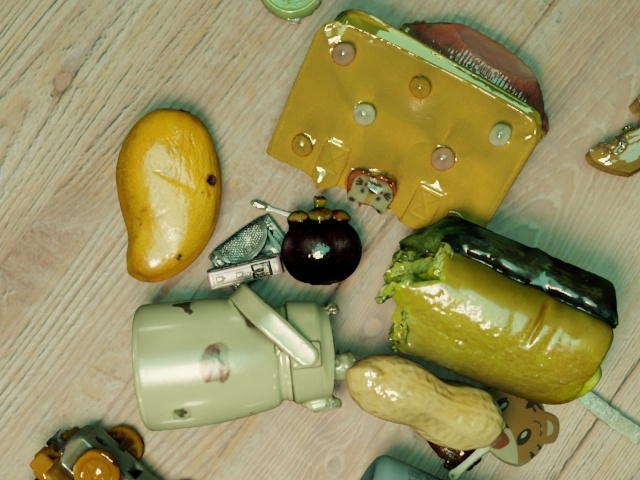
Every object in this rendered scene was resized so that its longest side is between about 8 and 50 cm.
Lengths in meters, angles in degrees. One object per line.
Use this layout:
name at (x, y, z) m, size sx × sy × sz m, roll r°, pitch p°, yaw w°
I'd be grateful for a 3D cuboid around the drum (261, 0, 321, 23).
drum at (0.011, -0.471, 1.612) m, size 0.253 × 0.049 × 0.130 m, roll -25°, pitch 88°, yaw -2°

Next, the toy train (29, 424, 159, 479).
toy train at (-0.326, 0.469, 1.511) m, size 0.369 × 0.163 × 0.231 m, roll 42°, pitch 96°, yaw 2°

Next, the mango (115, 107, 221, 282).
mango at (-0.256, -0.076, 1.557) m, size 0.177 × 0.120 × 0.295 m, roll 3°, pitch 89°, yaw -8°

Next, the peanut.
peanut at (0.162, 0.255, 1.477) m, size 0.274 × 0.125 × 0.111 m, roll 26°, pitch 65°, yaw -15°

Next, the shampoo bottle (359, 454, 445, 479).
shampoo bottle at (0.179, 0.543, 1.419) m, size 0.342 × 0.331 × 0.331 m, roll 26°, pitch 87°, yaw 2°

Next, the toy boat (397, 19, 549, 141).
toy boat at (0.274, -0.292, 1.586) m, size 0.318 × 0.099 × 0.141 m, roll 37°, pitch 46°, yaw 2°

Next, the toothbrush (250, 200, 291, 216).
toothbrush at (-0.030, -0.036, 1.606) m, size 0.194 × 0.017 × 0.014 m, roll 18°, pitch 93°, yaw -2°

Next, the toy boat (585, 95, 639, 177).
toy boat at (0.598, -0.218, 1.585) m, size 0.321 × 0.089 × 0.121 m, roll -30°, pitch 82°, yaw 0°

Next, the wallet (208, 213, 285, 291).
wallet at (-0.119, 0.021, 1.596) m, size 0.129 × 0.026 × 0.088 m, roll -37°, pitch 88°, yaw -2°

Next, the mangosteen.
mangosteen at (0.000, 0.000, 1.546) m, size 0.137 × 0.137 × 0.151 m, roll -4°, pitch 88°, yaw -1°

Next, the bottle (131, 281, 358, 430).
bottle at (-0.118, 0.179, 1.498) m, size 0.351 × 0.229 × 0.229 m, roll -7°, pitch 87°, yaw -1°

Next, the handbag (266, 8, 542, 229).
handbag at (0.136, -0.168, 1.521) m, size 0.401 × 0.133 × 0.283 m, roll 28°, pitch 118°, yaw 0°

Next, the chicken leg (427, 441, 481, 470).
chicken leg at (0.180, 0.286, 1.575) m, size 0.253 × 0.051 × 0.106 m, roll 43°, pitch 92°, yaw 4°

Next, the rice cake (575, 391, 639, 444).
rice cake at (0.480, 0.290, 1.585) m, size 0.171 × 0.029 × 0.033 m, roll 36°, pitch 92°, yaw 1°

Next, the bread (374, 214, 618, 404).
bread at (0.284, 0.126, 1.481) m, size 0.376 × 0.251 × 0.208 m, roll 21°, pitch 49°, yaw -1°

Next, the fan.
fan at (0.295, 0.330, 1.554) m, size 0.226 × 0.008 × 0.152 m, roll -37°, pitch 94°, yaw -21°

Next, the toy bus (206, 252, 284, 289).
toy bus at (-0.126, 0.052, 1.557) m, size 0.130 × 0.052 × 0.037 m, roll -13°, pitch 96°, yaw -4°
